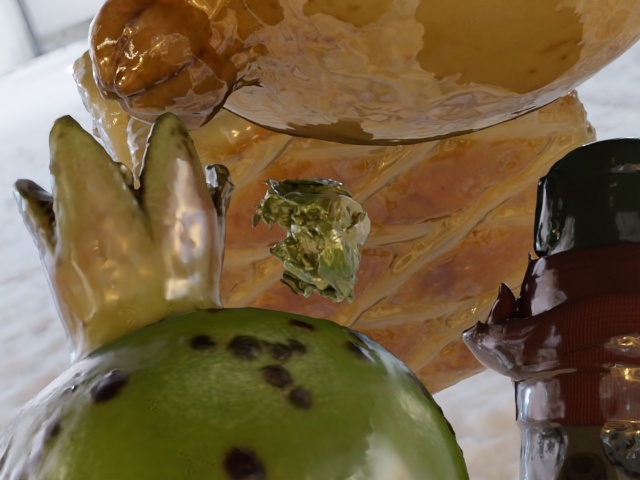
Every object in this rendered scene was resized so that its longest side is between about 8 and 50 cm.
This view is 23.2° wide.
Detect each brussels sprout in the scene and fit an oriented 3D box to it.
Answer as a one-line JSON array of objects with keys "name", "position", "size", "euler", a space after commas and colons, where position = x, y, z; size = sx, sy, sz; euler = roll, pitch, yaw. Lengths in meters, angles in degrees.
[{"name": "brussels sprout", "position": [0.000, 0.000, 0.909], "size": [0.058, 0.085, 0.085], "euler": [-24, 13, -33]}]

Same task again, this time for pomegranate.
[{"name": "pomegranate", "position": [-0.058, 0.110, 0.669], "size": [0.231, 0.231, 0.286], "euler": [-23, 50, -9]}, {"name": "pomegranate", "position": [0.018, -0.208, 0.827], "size": [0.410, 0.410, 0.410], "euler": [-20, 13, 5]}]

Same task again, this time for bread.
[{"name": "bread", "position": [0.027, -0.046, 1.394], "size": [0.390, 0.371, 0.279], "euler": [-22, 35, -3]}]

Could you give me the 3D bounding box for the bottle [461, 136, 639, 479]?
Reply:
[{"name": "bottle", "position": [0.150, 0.085, 0.772], "size": [0.156, 0.271, 0.143], "euler": [1, -15, -8]}]
